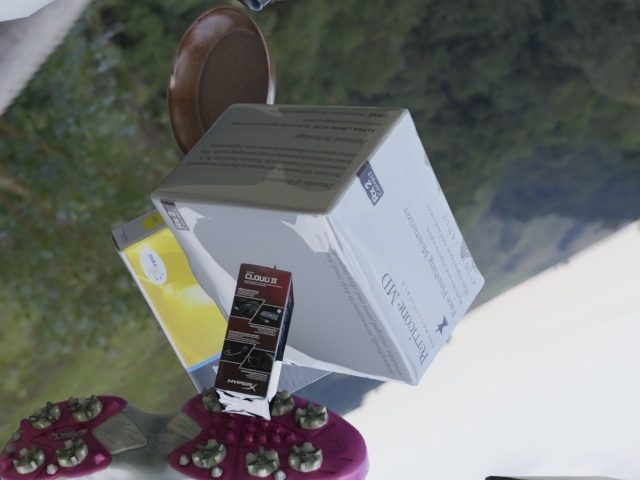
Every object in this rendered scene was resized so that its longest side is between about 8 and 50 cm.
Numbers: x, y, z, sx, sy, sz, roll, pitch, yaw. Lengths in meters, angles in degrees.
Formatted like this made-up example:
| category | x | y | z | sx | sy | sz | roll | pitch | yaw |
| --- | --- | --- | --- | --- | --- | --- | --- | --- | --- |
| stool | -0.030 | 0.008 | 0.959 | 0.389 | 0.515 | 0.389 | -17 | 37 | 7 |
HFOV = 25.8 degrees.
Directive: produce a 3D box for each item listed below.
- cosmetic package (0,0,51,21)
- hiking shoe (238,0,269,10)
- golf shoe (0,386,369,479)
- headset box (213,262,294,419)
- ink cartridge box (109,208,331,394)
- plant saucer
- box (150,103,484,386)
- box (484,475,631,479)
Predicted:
| category | x | y | z | sx | sy | sz | roll | pitch | yaw |
| --- | --- | --- | --- | --- | --- | --- | --- | --- | --- |
| cosmetic package | -0.306 | -0.337 | 1.346 | 0.155 | 0.197 | 0.365 | -15 | -176 | -31 |
| hiking shoe | -0.037 | -0.256 | 1.170 | 0.113 | 0.132 | 0.304 | -38 | 180 | 29 |
| golf shoe | -0.100 | 0.195 | 1.112 | 0.306 | 0.140 | 0.115 | -2 | -147 | 21 |
| headset box | -0.036 | 0.055 | 0.806 | 0.032 | 0.083 | 0.062 | 11 | 161 | 4 |
| ink cartridge box | -0.047 | 0.042 | 1.656 | 0.307 | 0.303 | 0.072 | -27 | -145 | -3 |
| plant saucer | -0.112 | -0.180 | 1.665 | 0.036 | 0.198 | 0.199 | 2 | 156 | -41 |
| box | 0.000 | 0.000 | 1.066 | 0.182 | 0.181 | 0.119 | 7 | -133 | 39 |
| box | 0.210 | 0.268 | 0.600 | 0.296 | 0.294 | 0.183 | 6 | 173 | 28 |
